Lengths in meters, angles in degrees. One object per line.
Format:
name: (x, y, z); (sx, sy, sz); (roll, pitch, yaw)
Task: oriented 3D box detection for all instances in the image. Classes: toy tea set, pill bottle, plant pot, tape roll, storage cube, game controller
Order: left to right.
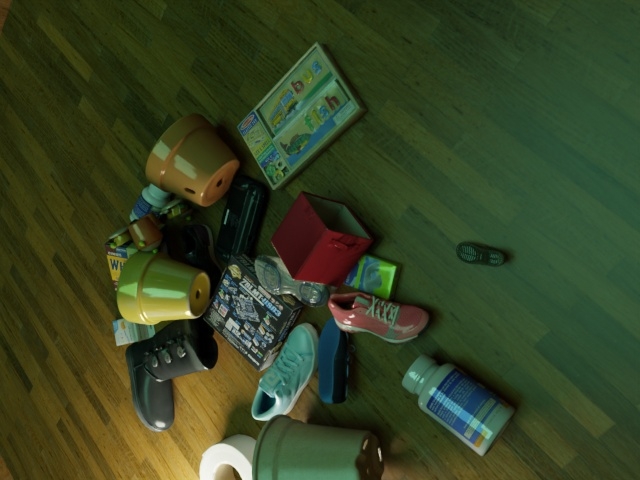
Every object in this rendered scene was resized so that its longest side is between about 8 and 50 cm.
pill bottle: (-0.638, -0.140, 2.163); (0.112, 0.112, 0.186); (47, 118, 22)
toy tea set: (-0.558, -0.045, 1.991); (0.200, 0.336, 0.124); (-15, 107, 46)
plant pot: (-0.516, 0.169, 1.933); (0.239, 0.254, 0.253); (7, 97, 14)
plant pot: (-0.412, -0.252, 1.920); (0.204, 0.291, 0.290); (37, 114, 9)
tape roll: (-0.292, 0.837, 2.003); (0.286, 0.100, 0.285); (3, 96, 34)
game controller: (-0.279, -0.062, 1.966); (0.166, 0.067, 0.318); (32, 111, 44)
storage cube: (0.000, 0.000, 1.666); (0.193, 0.184, 0.215); (-56, 44, 24)
plant pot: (0.013, 0.683, 1.679); (0.306, 0.334, 0.333); (-9, 88, 24)
pill bottle: (0.356, 0.421, 1.501); (0.272, 0.152, 0.152); (35, 112, 27)

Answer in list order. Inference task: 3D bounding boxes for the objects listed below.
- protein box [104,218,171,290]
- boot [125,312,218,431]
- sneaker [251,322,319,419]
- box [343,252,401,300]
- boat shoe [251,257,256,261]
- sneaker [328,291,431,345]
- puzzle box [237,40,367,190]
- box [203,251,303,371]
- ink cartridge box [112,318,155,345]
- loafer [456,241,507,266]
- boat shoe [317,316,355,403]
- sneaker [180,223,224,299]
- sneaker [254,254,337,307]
protein box: (-0.659, 0.060, 2.087); (0.136, 0.199, 0.201); (8, 122, 14)
boot: (-0.525, 0.492, 2.099); (0.445, 0.146, 0.366); (-27, 83, 33)
sneaker: (-0.116, 0.436, 1.825); (0.135, 0.150, 0.365); (29, 109, 28)
box: (0.144, 0.097, 1.690); (0.178, 0.042, 0.108); (19, 103, 31)
boat shoe: (-0.185, 0.078, 1.912); (0.137, 0.049, 0.043); (-3, 90, 39)
sneaker: (0.153, 0.210, 1.612); (0.314, 0.136, 0.115); (1, 53, 34)
puzzle box: (-0.070, -0.385, 1.797); (0.409, 0.052, 0.272); (-40, 71, 30)
box: (-0.233, 0.239, 1.906); (0.296, 0.073, 0.293); (39, 119, 20)
ink cartridge box: (-0.759, 0.360, 2.311); (0.181, 0.062, 0.104); (-16, 84, 34)
loafer: (0.424, 0.040, 1.493); (0.148, 0.050, 0.056); (21, 102, 48)
boat shoe: (0.045, 0.368, 1.742); (0.109, 0.089, 0.258); (-11, 64, 48)
sneaker: (-0.433, 0.081, 2.024); (0.107, 0.124, 0.283); (-22, 82, 23)
sneaker: (-0.077, 0.117, 1.786); (0.297, 0.129, 0.110); (24, 117, 25)
